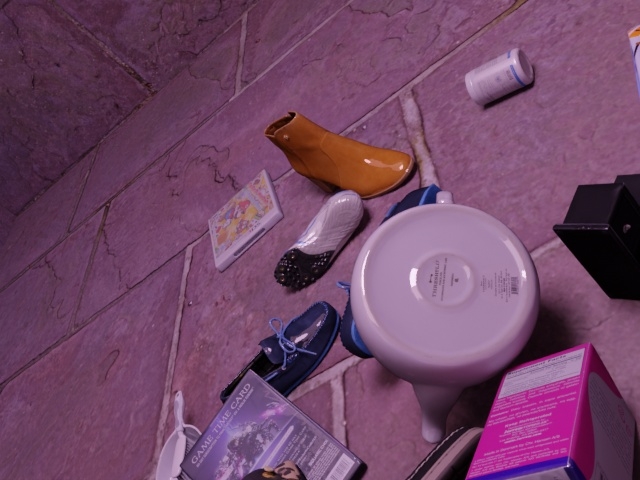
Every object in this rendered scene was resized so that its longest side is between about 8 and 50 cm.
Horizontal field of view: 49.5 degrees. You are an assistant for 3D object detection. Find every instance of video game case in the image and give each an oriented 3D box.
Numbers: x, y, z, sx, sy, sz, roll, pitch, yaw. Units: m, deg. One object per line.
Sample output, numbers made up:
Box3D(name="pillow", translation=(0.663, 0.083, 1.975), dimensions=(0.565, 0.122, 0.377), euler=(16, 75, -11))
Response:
Box3D(name="video game case", translation=(-0.083, 0.347, 1.069), dimensions=(0.274, 0.026, 0.196), euler=(29, 79, 42))
Box3D(name="video game case", translation=(-0.189, -0.054, 1.704), dimensions=(0.206, 0.026, 0.227), euler=(-41, 32, 12))

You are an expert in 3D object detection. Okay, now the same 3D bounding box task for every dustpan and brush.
Box3D(name="dustpan and brush", translation=(-0.254, 0.376, 1.285), dimensions=(0.147, 0.060, 0.211), euler=(-34, 34, 23))

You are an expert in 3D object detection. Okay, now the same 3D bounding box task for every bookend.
Box3D(name="bookend", translation=(0.378, -0.032, 0.852), dimensions=(0.072, 0.156, 0.157), euler=(1, 56, 52))

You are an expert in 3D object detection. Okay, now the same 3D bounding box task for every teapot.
Box3D(name="teapot", translation=(0.159, 0.082, 0.916), dimensions=(0.256, 0.187, 0.252), euler=(-38, 67, -11))

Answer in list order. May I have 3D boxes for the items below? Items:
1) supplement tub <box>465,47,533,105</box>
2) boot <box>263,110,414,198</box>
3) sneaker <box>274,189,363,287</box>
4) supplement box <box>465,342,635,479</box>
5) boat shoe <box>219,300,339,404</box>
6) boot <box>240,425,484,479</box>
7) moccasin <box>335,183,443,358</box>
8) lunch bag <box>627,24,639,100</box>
Box3D(name="supplement tub", translation=(0.331, -0.302, 1.284), dimensions=(0.107, 0.071, 0.071), euler=(-21, 41, 38))
Box3D(name="boot", translation=(0.024, -0.182, 1.400), dimensions=(0.295, 0.211, 0.104), euler=(-1, 56, 50))
Box3D(name="sneaker", translation=(0.000, 0.000, 1.373), dimensions=(0.237, 0.085, 0.086), euler=(-48, 5, 8))
Box3D(name="supplement box", translation=(0.243, 0.215, 0.709), dimensions=(0.114, 0.111, 0.220), euler=(-27, 7, 34))
Box3D(name="boat shoe", translation=(-0.070, 0.208, 1.212), dimensions=(0.258, 0.089, 0.109), euler=(-52, 31, -5))
Box3D(name="boot", translation=(0.028, 0.349, 0.860), dimensions=(0.377, 0.138, 0.284), euler=(-50, 31, -17))
Box3D(name="moccasin", translation=(0.119, 0.056, 1.132), dimensions=(0.117, 0.137, 0.342), euler=(-16, 30, 48))
Box3D(name="lunch bag", translation=(0.444, -0.122, 0.783), dimensions=(0.115, 0.243, 0.303), euler=(-25, 38, 35))
